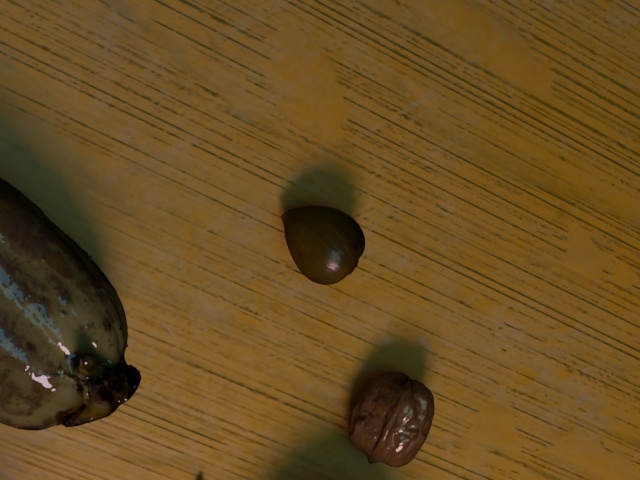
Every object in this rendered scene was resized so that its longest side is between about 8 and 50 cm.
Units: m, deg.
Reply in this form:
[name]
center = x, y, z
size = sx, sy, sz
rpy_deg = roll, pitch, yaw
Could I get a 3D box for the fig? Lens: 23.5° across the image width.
[fig]
center = 0.000, 0.000, 1.487
size = 0.088, 0.074, 0.074
rpy_deg = 42, 84, 5

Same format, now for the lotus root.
[lotus root]
center = -0.289, 0.036, 1.344
size = 0.173, 0.173, 0.309
rpy_deg = -43, 111, -8

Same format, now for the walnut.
[walnut]
center = 0.071, 0.181, 1.542
size = 0.079, 0.082, 0.096
rpy_deg = 27, 91, 6
